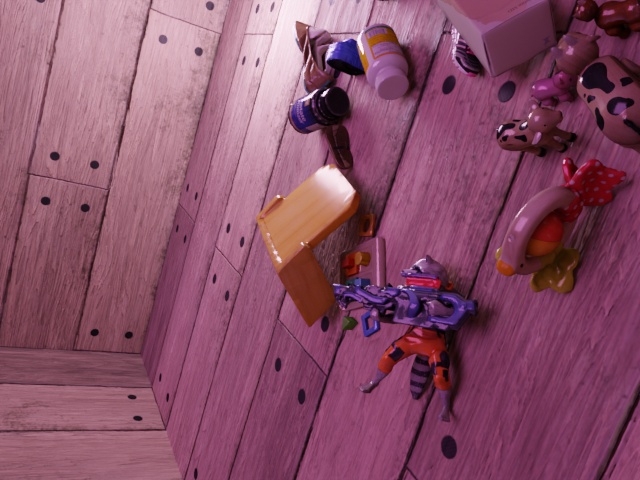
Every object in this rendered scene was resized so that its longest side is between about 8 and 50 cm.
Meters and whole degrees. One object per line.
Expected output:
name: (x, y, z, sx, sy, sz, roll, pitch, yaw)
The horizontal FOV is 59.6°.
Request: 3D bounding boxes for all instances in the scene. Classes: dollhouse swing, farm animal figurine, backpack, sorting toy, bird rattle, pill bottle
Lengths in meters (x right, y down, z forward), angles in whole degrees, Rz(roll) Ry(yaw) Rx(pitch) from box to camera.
dollhouse swing: (0.000, 0.000, 1.692, 0.305, 0.315, 0.347, -28, 32, -2)
farm animal figurine: (0.450, -0.254, 0.938, 0.330, 0.172, 0.326, -63, 34, 27)
backpack: (0.081, -0.571, 1.728, 0.098, 0.120, 0.101, 5, 85, 61)
sorting toy: (0.103, 0.093, 1.548, 0.196, 0.047, 0.347, -24, 60, 55)
bird rattle: (0.395, -0.021, 0.947, 0.143, 0.207, 0.253, 48, 133, 33)
pill bottle: (0.176, -0.490, 1.542, 0.117, 0.118, 0.208, -49, 42, 42)
pill bottle: (-0.004, -0.428, 1.823, 0.219, 0.123, 0.122, -5, 76, 58)

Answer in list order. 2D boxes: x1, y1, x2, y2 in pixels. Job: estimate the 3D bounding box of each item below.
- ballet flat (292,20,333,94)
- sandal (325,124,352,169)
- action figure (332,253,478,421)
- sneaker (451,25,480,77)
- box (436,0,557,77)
ballet flat: (-0.013, -0.658, 1.947, 0.124, 0.116, 0.342, -27, 56, 30)
sandal: (0.055, -0.288, 1.749, 0.049, 0.072, 0.180, 108, 153, -59)
action figure: (0.191, 0.190, 1.249, 0.341, 0.179, 0.330, 14, 88, 36)
sneaker: (0.348, -0.458, 1.289, 0.075, 0.063, 0.170, 138, 139, -55)
box: (0.355, -0.502, 1.183, 0.148, 0.121, 0.311, -28, 50, 11)
